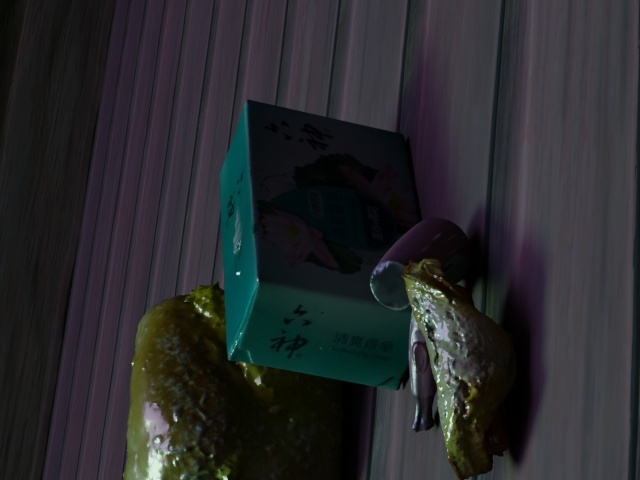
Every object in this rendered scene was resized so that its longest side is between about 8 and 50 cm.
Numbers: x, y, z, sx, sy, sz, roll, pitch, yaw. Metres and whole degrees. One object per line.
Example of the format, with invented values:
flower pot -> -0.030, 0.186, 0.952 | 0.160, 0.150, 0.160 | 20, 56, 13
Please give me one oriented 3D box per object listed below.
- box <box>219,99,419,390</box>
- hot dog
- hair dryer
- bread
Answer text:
box -> 0.000, 0.000, 1.512 | 0.245, 0.153, 0.092 | -97, 23, -48
hot dog -> 0.103, 0.080, 1.228 | 0.078, 0.061, 0.169 | 52, -158, -62
hair dryer -> 0.077, 0.070, 1.347 | 0.106, 0.054, 0.154 | -39, -53, -59
bread -> -0.075, 0.166, 1.594 | 0.176, 0.195, 0.246 | 111, 163, -58
